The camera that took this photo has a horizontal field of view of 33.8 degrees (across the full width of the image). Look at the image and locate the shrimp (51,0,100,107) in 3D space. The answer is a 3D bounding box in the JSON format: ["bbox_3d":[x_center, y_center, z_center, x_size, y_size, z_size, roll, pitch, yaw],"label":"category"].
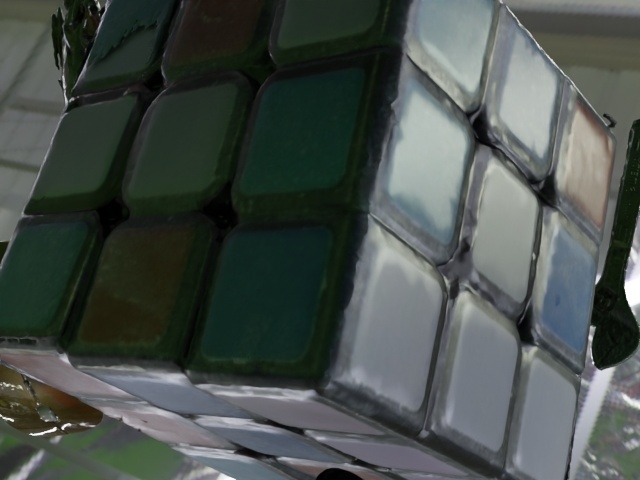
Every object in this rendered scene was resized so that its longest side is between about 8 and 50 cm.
[{"bbox_3d":[-0.222,-0.193,1.260,0.233,0.071,0.365,-23,-107,31],"label":"shrimp"}]

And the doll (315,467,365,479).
[{"bbox_3d":[-0.013,0.251,0.691,0.127,0.248,0.088,-15,-135,-17],"label":"doll"}]

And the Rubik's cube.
[{"bbox_3d":[0.000,0.000,0.849,0.359,0.362,0.363,-4,-119,35],"label":"Rubik's cube"}]

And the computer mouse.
[{"bbox_3d":[-0.257,0.093,0.916,0.102,0.199,0.045,-9,-156,13],"label":"computer mouse"}]

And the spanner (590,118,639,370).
[{"bbox_3d":[0.368,-0.001,1.276,0.093,0.026,0.325,11,-103,18],"label":"spanner"}]
